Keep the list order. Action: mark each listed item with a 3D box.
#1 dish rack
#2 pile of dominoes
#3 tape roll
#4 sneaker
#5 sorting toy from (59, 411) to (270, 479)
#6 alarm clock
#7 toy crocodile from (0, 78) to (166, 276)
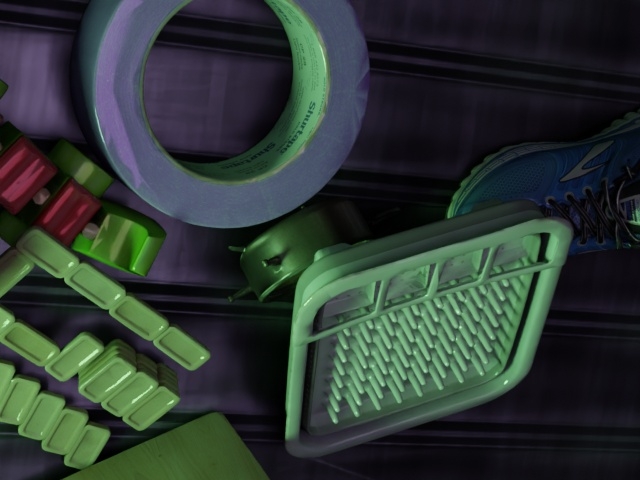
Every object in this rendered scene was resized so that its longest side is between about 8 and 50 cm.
[{"bbox_3d":[0.090,0.081,1.679,0.285,0.072,0.333,-17,147,-16],"label":"dish rack"},{"bbox_3d":[-0.247,0.101,1.611,0.196,0.040,0.251,-39,125,17],"label":"pile of dominoes"},{"bbox_3d":[-0.094,-0.154,1.609,0.275,0.090,0.274,-6,106,-21],"label":"tape roll"},{"bbox_3d":[0.282,-0.047,1.765,0.330,0.147,0.129,-24,111,-14],"label":"sneaker"},{"bbox_3d":[-0.148,0.323,1.629,0.255,0.257,0.089,-23,137,-20],"label":"sorting toy"},{"bbox_3d":[0.000,0.000,1.672,0.192,0.129,0.064,-21,78,-30],"label":"alarm clock"},{"bbox_3d":[-0.289,-0.072,1.536,0.340,0.105,0.115,40,86,-26],"label":"toy crocodile"}]
